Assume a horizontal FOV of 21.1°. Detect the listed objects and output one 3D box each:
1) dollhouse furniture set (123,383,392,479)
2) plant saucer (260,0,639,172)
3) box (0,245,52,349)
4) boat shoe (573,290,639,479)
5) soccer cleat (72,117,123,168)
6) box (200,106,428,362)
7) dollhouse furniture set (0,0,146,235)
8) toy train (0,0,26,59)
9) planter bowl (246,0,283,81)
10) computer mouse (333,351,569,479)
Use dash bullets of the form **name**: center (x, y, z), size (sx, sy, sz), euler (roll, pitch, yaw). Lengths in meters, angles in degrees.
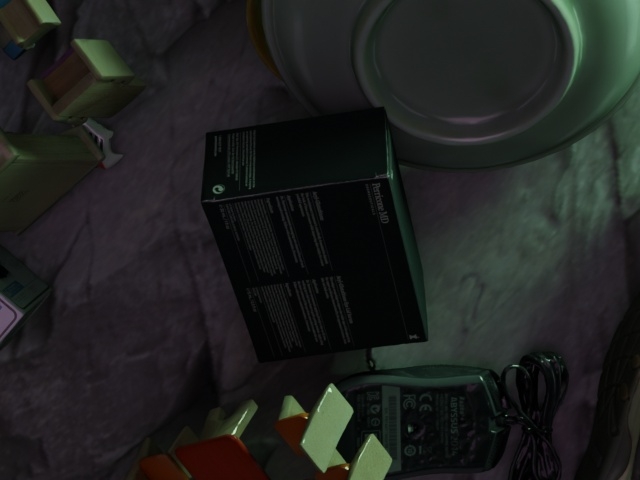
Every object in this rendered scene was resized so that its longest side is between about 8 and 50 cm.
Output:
- **dollhouse furniture set**: center (-0.051, 0.299, 1.788), size (0.262, 0.135, 0.259), euler (-19, 118, 34)
- **plant saucer**: center (0.139, -0.201, 1.661), size (0.401, 0.100, 0.400), euler (2, 132, 2)
- **box**: center (-0.432, 0.003, 1.809), size (0.290, 0.169, 0.087), euler (40, 97, -2)
- **boat shoe**: center (0.357, 0.195, 1.793), size (0.130, 0.132, 0.355), euler (13, 108, -6)
- **soccer cleat**: center (-0.243, -0.117, 1.850), size (0.036, 0.029, 0.083), euler (-27, 98, 1)
- **box**: center (0.000, 0.000, 1.733), size (0.184, 0.103, 0.261), euler (-6, 139, 9)
- **dollhouse furniture set**: center (-0.363, -0.190, 1.762), size (0.286, 0.198, 0.303), euler (-40, 80, 16)
- **toy train**: center (-0.294, -0.317, 1.793), size (0.143, 0.105, 0.248), euler (43, 100, -12)
- **planter bowl**: center (0.035, -0.251, 1.749), size (0.217, 0.090, 0.217), euler (1, 132, 2)
- **computer mouse**: center (0.122, 0.200, 1.841), size (0.272, 0.072, 0.188), euler (3, 100, -5)
